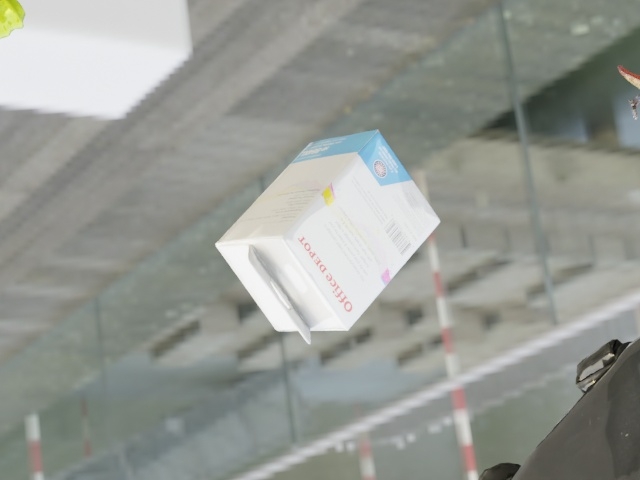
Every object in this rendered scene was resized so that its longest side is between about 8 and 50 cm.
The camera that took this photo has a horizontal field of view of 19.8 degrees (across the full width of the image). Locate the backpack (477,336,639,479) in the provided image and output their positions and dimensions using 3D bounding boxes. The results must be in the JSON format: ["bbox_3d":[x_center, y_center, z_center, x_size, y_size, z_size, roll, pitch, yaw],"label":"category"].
[{"bbox_3d":[0.257,0.216,0.839,0.355,0.273,0.290,14,136,-25],"label":"backpack"}]

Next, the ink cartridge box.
[{"bbox_3d":[0.000,0.000,1.371,0.090,0.092,0.143,-5,-144,53],"label":"ink cartridge box"}]

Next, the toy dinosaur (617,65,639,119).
[{"bbox_3d":[0.301,-0.123,1.545,0.082,0.090,0.047,-18,167,9],"label":"toy dinosaur"}]

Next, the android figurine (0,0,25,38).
[{"bbox_3d":[-0.276,-0.054,0.956,0.273,0.056,0.248,-35,-163,-12],"label":"android figurine"}]
